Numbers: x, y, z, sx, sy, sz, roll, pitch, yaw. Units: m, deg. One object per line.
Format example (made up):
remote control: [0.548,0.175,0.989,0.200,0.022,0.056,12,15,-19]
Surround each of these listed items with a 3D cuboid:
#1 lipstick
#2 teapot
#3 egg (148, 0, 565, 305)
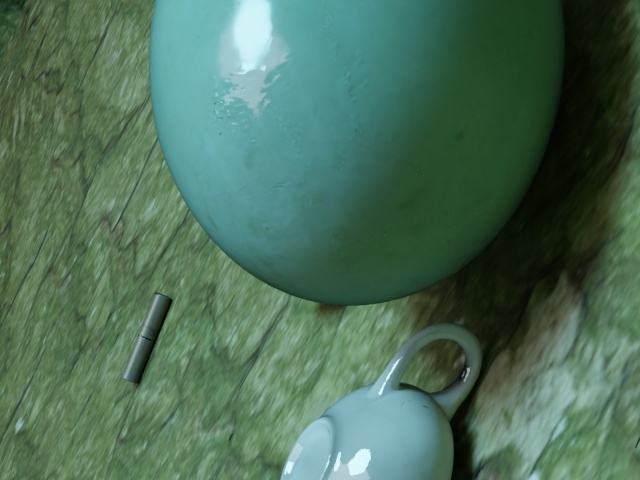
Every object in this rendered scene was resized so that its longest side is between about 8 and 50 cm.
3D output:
lipstick: [-0.176,0.099,1.813,0.094,0.019,0.019,-69,21,1]
teapot: [0.033,0.152,1.173,0.226,0.092,0.145,-62,23,6]
egg: [0.025,-0.130,1.198,0.276,0.276,0.389,-47,30,43]
